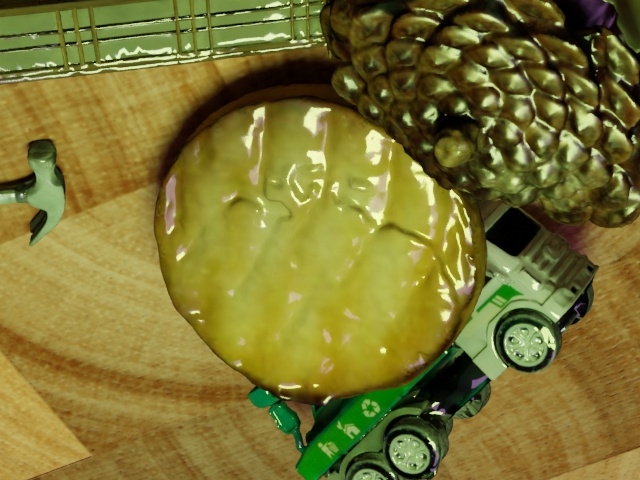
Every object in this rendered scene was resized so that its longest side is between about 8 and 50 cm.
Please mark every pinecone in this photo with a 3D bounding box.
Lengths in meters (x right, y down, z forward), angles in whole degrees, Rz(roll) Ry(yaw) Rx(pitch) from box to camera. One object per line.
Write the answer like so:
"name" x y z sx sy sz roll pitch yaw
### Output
"pinecone" 0.163 -0.146 1.186 0.298 0.296 0.242 33 114 2

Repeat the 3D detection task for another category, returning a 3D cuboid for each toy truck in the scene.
"toy truck" 0.097 0.114 1.508 0.178 0.176 0.363 47 120 2

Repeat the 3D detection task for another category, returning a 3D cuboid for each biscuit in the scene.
"biscuit" 0.000 0.000 1.366 0.296 0.102 0.296 7 118 13

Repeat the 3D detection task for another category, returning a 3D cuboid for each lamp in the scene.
"lamp" -0.152 -0.183 1.216 0.325 0.089 0.090 -6 137 -5

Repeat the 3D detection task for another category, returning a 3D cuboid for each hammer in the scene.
"hammer" -0.348 -0.028 1.375 0.246 0.029 0.103 -8 136 -3

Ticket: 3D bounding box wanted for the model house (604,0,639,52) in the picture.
"model house" 0.362 -0.323 0.938 0.400 0.445 0.395 3 132 -13
